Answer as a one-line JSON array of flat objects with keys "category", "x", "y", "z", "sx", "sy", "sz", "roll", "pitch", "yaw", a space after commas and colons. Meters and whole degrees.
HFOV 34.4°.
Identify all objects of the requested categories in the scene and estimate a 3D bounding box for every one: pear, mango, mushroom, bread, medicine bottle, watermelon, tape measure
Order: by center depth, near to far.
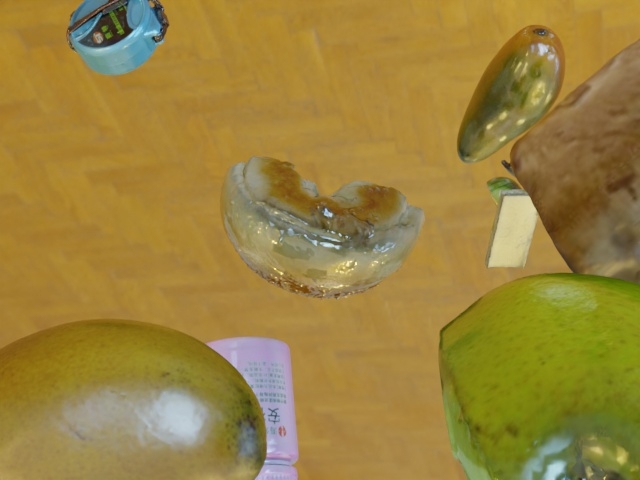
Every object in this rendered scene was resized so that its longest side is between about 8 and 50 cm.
[{"category": "pear", "x": 0.254, "y": 0.182, "z": 0.806, "sx": 0.238, "sy": 0.318, "sz": 0.342, "roll": -34, "pitch": 90, "yaw": 12}, {"category": "mango", "x": -0.242, "y": 0.215, "z": 1.084, "sx": 0.378, "sy": 0.264, "sz": 0.221, "roll": -14, "pitch": 166, "yaw": 11}, {"category": "mushroom", "x": 0.445, "y": -0.102, "z": 1.200, "sx": 0.224, "sy": 0.314, "sz": 0.397, "roll": 38, "pitch": 111, "yaw": -23}, {"category": "tape measure", "x": -0.288, "y": -0.300, "z": 1.465, "sx": 0.146, "sy": 0.125, "sz": 0.081, "roll": -28, "pitch": 148, "yaw": 0}, {"category": "bread", "x": 0.004, "y": 0.003, "z": 1.527, "sx": 0.314, "sy": 0.192, "sz": 0.171, "roll": 9, "pitch": 124, "yaw": -12}, {"category": "bread", "x": 0.313, "y": -0.018, "z": 1.684, "sx": 0.068, "sy": 0.028, "sz": 0.154, "roll": 1, "pitch": 128, "yaw": -6}, {"category": "medicine bottle", "x": -0.129, "y": 0.324, "z": 1.778, "sx": 0.178, "sy": 0.291, "sz": 0.178, "roll": -4, "pitch": 159, "yaw": -1}, {"category": "mango", "x": 0.336, "y": -0.258, "z": 1.835, "sx": 0.129, "sy": 0.146, "sz": 0.289, "roll": 11, "pitch": 147, "yaw": -22}, {"category": "watermelon", "x": 0.421, "y": -0.103, "z": 2.315, "sx": 0.062, "sy": 0.105, "sz": 0.105, "roll": -36, "pitch": 130, "yaw": 21}]
